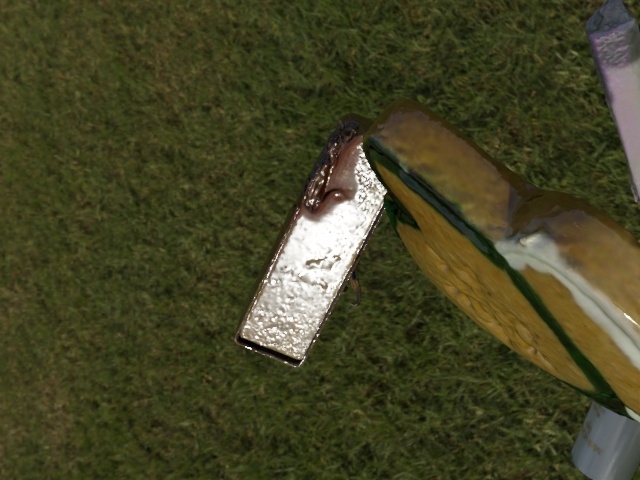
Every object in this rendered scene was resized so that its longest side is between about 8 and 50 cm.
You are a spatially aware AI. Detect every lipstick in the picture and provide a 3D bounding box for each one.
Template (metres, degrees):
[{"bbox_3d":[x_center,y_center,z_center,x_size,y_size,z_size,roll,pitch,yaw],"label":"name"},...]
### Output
[{"bbox_3d":[0.283,0.096,0.574,0.059,0.059,0.263,31,124,35],"label":"lipstick"}]

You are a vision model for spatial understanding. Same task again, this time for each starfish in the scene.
[{"bbox_3d":[0.039,0.064,1.559,0.190,0.074,0.146,46,153,23],"label":"starfish"}]

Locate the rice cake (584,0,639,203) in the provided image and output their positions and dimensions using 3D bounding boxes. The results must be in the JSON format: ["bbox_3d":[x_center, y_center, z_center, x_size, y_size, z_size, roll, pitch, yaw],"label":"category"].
[{"bbox_3d":[0.492,-0.197,1.062,0.070,0.399,0.064,-22,39,20],"label":"rice cake"}]

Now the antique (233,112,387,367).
[{"bbox_3d":[0.000,0.000,0.809,0.093,0.087,0.309,24,113,-7],"label":"antique"}]

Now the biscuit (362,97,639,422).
[{"bbox_3d":[0.134,0.018,0.512,0.057,0.287,0.344,-44,20,-5],"label":"biscuit"}]
